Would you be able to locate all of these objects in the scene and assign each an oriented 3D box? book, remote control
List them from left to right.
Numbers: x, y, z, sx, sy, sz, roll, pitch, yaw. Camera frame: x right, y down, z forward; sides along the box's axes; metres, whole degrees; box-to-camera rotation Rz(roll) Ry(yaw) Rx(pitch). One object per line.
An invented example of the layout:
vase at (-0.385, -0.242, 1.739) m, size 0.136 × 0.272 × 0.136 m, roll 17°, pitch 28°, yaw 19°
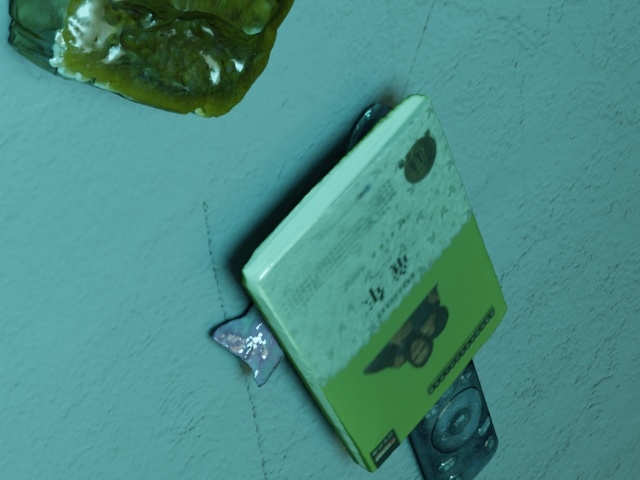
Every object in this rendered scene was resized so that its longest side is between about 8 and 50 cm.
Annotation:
book at (0.067, 0.050, 1.475) m, size 0.239 × 0.035 × 0.352 m, roll -47°, pitch 141°, yaw -16°
remote control at (0.117, 0.133, 1.645) m, size 0.107 × 0.044 × 0.378 m, roll -39°, pitch 135°, yaw -19°

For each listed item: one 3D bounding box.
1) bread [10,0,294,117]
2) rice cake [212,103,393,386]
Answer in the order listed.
bread at (-0.114, -0.196, 1.153) m, size 0.210 × 0.109 × 0.192 m, roll 16°, pitch 99°, yaw -50°
rice cake at (0.002, 0.000, 1.437) m, size 0.290 × 0.051 × 0.081 m, roll -56°, pitch 140°, yaw -7°
